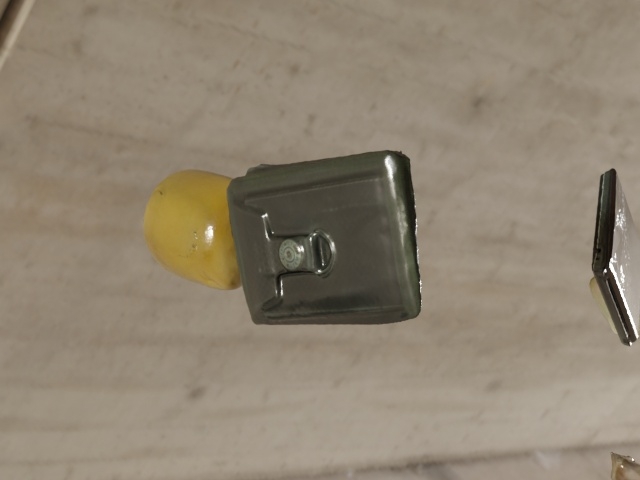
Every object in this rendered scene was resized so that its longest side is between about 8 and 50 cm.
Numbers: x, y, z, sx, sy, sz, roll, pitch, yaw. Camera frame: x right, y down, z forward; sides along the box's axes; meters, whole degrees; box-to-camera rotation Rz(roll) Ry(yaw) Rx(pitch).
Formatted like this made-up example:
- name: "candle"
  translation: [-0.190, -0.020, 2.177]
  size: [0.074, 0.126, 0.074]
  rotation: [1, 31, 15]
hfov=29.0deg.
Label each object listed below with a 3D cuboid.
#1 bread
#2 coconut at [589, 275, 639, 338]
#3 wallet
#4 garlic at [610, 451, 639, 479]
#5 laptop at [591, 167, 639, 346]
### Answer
- name: "bread"
  translation: [-0.161, -0.019, 1.596]
  size: [0.098, 0.147, 0.217]
  rotation: [12, 179, -36]
- name: "coconut"
  translation: [0.556, 0.087, 2.130]
  size: [0.183, 0.170, 0.171]
  rotation: [17, -159, 12]
- name: "wallet"
  translation: [0.000, 0.000, 1.212]
  size: [0.052, 0.168, 0.245]
  rotation: [-6, -179, -42]
- name: "garlic"
  translation: [0.604, 0.453, 2.037]
  size: [0.148, 0.128, 0.267]
  rotation: [18, 178, -44]
- name: "laptop"
  translation: [0.380, 0.023, 1.577]
  size: [0.207, 0.026, 0.153]
  rotation: [55, -141, -51]
